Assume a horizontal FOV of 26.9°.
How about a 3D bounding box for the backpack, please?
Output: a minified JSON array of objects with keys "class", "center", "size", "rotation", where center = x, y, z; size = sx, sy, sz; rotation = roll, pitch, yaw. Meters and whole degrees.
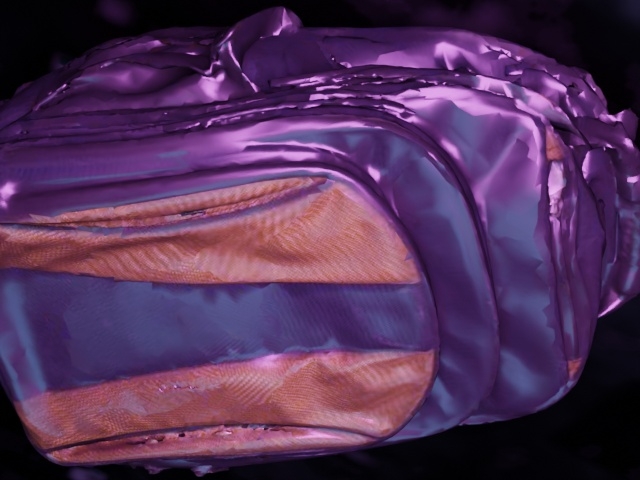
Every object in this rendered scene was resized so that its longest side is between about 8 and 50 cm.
[{"class":"backpack","center":[0.000,0.000,0.532],"size":[0.258,0.133,0.206],"rotation":[-3,129,17]}]
